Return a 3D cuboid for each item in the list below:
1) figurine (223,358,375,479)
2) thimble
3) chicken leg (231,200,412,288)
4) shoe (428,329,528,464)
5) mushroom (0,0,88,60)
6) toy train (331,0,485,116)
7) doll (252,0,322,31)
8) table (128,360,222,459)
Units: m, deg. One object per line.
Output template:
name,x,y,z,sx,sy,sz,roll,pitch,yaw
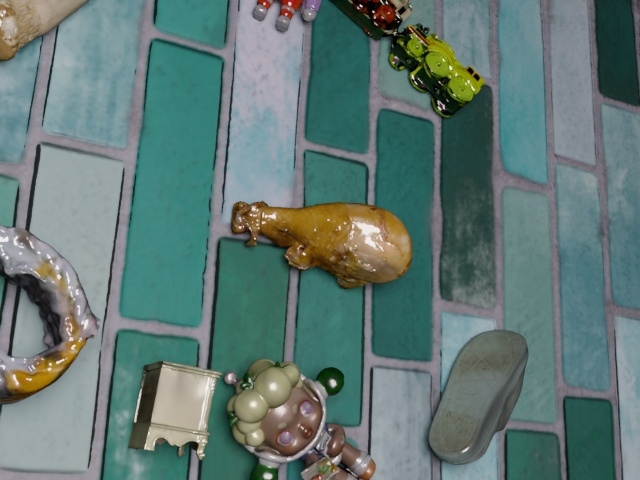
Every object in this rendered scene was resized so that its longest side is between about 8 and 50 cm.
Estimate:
figurine,-0.018,0.199,0.822,0.197,0.093,0.147,41,73,-14
thimble,-0.282,0.066,0.701,0.127,0.118,0.151,-42,97,-30
chicken leg,0.001,-0.002,0.896,0.207,0.101,0.085,11,67,-4
shoe,0.194,0.197,0.960,0.195,0.079,0.078,-53,139,-36
mushroom,-0.281,-0.267,0.821,0.084,0.071,0.209,29,57,17
toy train,0.110,-0.269,1.040,0.249,0.053,0.085,44,53,-10
doll,-0.016,-0.364,0.980,0.102,0.075,0.228,23,75,-4
table,-0.142,0.166,0.773,0.062,0.079,0.083,16,71,-22
